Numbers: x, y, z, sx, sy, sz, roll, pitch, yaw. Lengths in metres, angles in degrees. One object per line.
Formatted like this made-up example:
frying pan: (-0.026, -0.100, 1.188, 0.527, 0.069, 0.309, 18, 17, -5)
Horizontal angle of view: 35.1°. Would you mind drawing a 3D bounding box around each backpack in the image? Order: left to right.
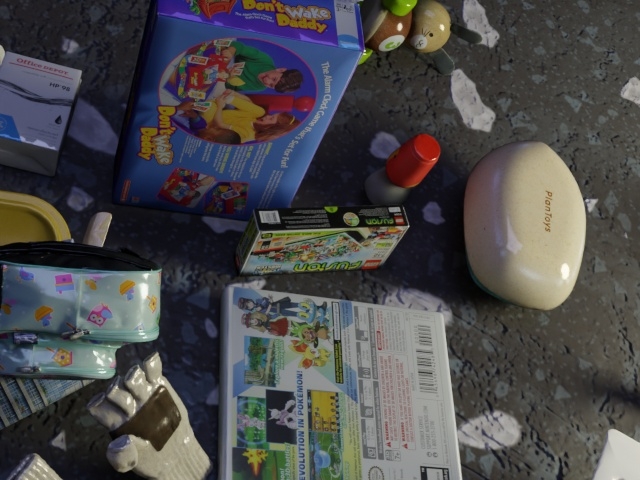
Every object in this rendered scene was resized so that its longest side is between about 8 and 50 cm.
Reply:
backpack: (-0.255, 0.070, 1.036, 0.188, 0.166, 0.144, -4, 90, -16)

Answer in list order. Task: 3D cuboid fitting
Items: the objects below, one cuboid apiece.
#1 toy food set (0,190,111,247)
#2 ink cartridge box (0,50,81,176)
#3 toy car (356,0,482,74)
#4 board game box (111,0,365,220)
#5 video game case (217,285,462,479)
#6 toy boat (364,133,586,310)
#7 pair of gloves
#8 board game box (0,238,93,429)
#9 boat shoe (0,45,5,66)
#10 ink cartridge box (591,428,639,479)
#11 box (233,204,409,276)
toy food set: (-0.370, 0.011, 1.212, 0.218, 0.071, 0.128, 10, 78, -12)
ink cartridge box: (-0.380, -0.181, 1.335, 0.104, 0.060, 0.180, 13, 54, -11)
toy car: (0.152, -0.331, 1.593, 0.188, 0.155, 0.149, 29, 51, -16)
board game box: (-0.114, -0.159, 1.240, 0.233, 0.347, 0.078, 7, 55, -17)
video game case: (0.024, 0.219, 1.232, 0.300, 0.036, 0.329, 8, 56, -16)
toy boat: (0.225, -0.047, 1.437, 0.318, 0.148, 0.267, 24, 57, -13)
pair of gloves: (-0.208, 0.255, 1.034, 0.042, 0.204, 0.240, 7, 41, 37)
board game box: (-0.339, 0.090, 1.126, 0.194, 0.060, 0.194, -28, 79, -19)
boat shoe: (-0.479, -0.201, 1.313, 0.063, 0.066, 0.184, 15, 54, 7)
ink cartridge box: (0.442, 0.408, 1.208, 0.353, 0.119, 0.207, 32, 53, 1)
box: (0.000, 0.000, 1.322, 0.207, 0.114, 0.036, -3, 59, -22)
